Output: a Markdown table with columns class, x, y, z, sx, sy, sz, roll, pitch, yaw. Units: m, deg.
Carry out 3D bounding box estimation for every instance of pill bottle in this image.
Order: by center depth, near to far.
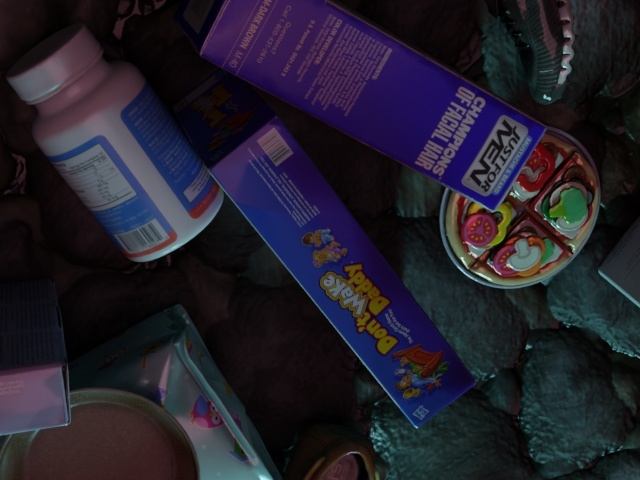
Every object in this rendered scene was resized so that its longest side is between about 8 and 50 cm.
| class | x | y | z | sx | sy | sz | roll | pitch | yaw |
| --- | --- | --- | --- | --- | --- | --- | --- | --- | --- |
| pill bottle | -0.202 | -0.098 | 1.101 | 0.124 | 0.124 | 0.221 | -34 | 115 | -1 |

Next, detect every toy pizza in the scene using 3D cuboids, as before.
| class | x | y | z | sx | sy | sz | roll | pitch | yaw |
| --- | --- | --- | --- | --- | --- | --- | --- | --- | --- |
| toy pizza | 0.235 | -0.035 | 1.295 | 0.201 | 0.032 | 0.201 | -5 | 111 | -14 |

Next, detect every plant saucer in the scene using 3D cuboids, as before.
| class | x | y | z | sx | sy | sz | roll | pitch | yaw |
| --- | --- | --- | --- | --- | --- | --- | --- | --- | --- |
| plant saucer | -0.217 | 0.231 | 1.105 | 0.198 | 0.036 | 0.199 | -2 | 105 | -6 |

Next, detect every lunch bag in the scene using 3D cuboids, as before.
| class | x | y | z | sx | sy | sz | roll | pitch | yaw |
| --- | --- | --- | --- | --- | --- | --- | --- | --- | --- |
| lunch bag | -0.178 | 0.238 | 1.218 | 0.223 | 0.160 | 0.262 | -31 | 109 | -3 |

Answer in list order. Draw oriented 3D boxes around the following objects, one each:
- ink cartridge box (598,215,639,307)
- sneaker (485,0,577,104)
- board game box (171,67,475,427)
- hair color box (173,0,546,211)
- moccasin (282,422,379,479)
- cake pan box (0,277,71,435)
| class | x | y | z | sx | sy | sz | roll | pitch | yaw |
| --- | --- | --- | --- | --- | --- | --- | --- | --- | --- |
| ink cartridge box | 0.447 | 0.078 | 1.292 | 0.160 | 0.219 | 0.093 | 31 | 100 | -24 |
| sneaker | 0.208 | -0.257 | 1.181 | 0.106 | 0.078 | 0.234 | -9 | 109 | -9 |
| board game box | 0.000 | 0.000 | 1.133 | 0.078 | 0.233 | 0.347 | -38 | 115 | 1 |
| hair color box | 0.035 | -0.165 | 1.106 | 0.338 | 0.185 | 0.110 | 24 | 103 | -22 |
| moccasin | -0.013 | 0.405 | 1.288 | 0.139 | 0.147 | 0.380 | 22 | 91 | -10 |
| cake pan box | -0.365 | 0.114 | 1.059 | 0.245 | 0.267 | 0.070 | -9 | 108 | -15 |
